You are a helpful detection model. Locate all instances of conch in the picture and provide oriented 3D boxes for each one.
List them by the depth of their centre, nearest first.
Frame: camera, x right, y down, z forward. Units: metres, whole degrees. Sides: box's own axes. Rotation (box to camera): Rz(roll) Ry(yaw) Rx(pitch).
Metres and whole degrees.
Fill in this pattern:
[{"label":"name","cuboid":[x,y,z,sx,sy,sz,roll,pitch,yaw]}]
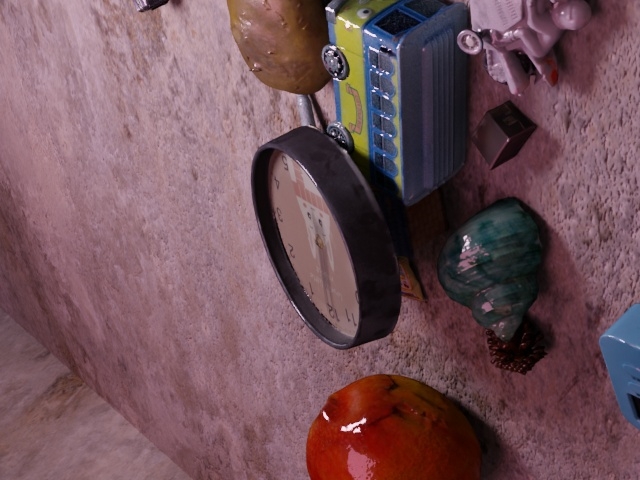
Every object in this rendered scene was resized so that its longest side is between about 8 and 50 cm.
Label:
[{"label":"conch","cuboid":[0.276,0.056,1.823,0.202,0.134,0.196,59,151,-5]}]

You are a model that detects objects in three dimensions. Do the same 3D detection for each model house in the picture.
[{"label":"model house","cuboid":[0.090,-0.061,1.938,0.183,0.172,0.166,20,136,45]}]

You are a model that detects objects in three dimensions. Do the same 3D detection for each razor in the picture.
[{"label":"razor","cuboid":[-0.014,-0.173,2.074,0.068,0.106,0.232,10,118,51]}]

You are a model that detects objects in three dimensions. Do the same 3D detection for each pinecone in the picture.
[{"label":"pinecone","cuboid":[0.322,0.173,1.914,0.109,0.102,0.102,47,149,21]}]

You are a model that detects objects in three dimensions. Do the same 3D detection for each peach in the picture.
[{"label":"peach","cuboid":[0.141,0.419,2.219,0.373,0.290,0.372,33,149,23]}]

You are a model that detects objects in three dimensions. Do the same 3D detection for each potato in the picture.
[{"label":"potato","cuboid":[-0.074,-0.380,1.891,0.192,0.141,0.296,14,128,45]}]

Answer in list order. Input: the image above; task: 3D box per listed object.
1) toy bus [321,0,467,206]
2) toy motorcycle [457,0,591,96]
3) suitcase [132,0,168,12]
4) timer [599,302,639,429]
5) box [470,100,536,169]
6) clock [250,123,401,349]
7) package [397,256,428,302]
[{"label":"toy bus","cuboid":[0.118,-0.232,1.750,0.190,0.152,0.312,32,143,35]},{"label":"toy motorcycle","cuboid":[0.276,-0.307,1.507,0.171,0.110,0.260,16,139,31]},{"label":"suitcase","cuboid":[-0.337,-0.508,2.188,0.059,0.086,0.126,-7,113,59]},{"label":"timer","cuboid":[0.536,0.236,1.683,0.232,0.091,0.250,22,140,43]},{"label":"box","cuboid":[0.270,-0.158,1.701,0.063,0.060,0.084,51,151,16]},{"label":"clock","cuboid":[0.000,0.000,1.897,0.386,0.076,0.386,49,152,39]},{"label":"package","cuboid":[0.142,0.063,2.125,0.108,0.031,0.120,15,137,49]}]
